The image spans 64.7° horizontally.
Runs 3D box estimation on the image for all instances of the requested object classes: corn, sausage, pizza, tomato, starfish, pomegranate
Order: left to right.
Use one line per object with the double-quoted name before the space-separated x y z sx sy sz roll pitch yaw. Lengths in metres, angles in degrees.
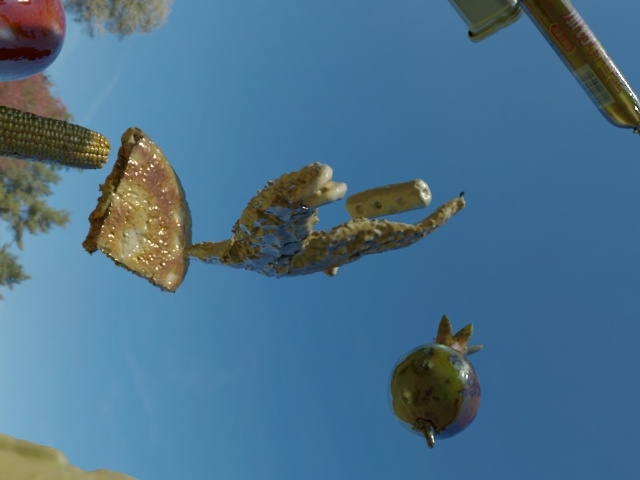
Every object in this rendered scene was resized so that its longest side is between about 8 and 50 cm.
"tomato" -0.444 -0.283 0.674 0.233 0.200 0.140 53 -29 41
"corn" -0.396 -0.142 0.698 0.068 0.207 0.068 -10 -104 47
"pizza" -0.350 -0.040 0.959 0.086 0.226 0.336 8 -65 39
"starfish" 0.000 0.000 0.647 0.432 0.324 0.082 -24 -111 54
"pomegranate" 0.204 0.228 0.823 0.156 0.220 0.156 34 -42 36
"sausage" 0.523 -0.346 0.989 0.371 0.082 0.082 48 -53 -7

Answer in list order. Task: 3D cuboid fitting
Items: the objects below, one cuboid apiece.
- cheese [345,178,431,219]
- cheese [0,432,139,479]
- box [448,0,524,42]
"cheese" 0.131 -0.080 1.015 0.194 0.043 0.065 -11 -68 44
"cheese" -0.334 0.264 0.419 0.384 0.104 0.384 5 -69 13
"box" 0.432 -0.707 1.314 0.175 0.182 0.312 -12 -125 53
